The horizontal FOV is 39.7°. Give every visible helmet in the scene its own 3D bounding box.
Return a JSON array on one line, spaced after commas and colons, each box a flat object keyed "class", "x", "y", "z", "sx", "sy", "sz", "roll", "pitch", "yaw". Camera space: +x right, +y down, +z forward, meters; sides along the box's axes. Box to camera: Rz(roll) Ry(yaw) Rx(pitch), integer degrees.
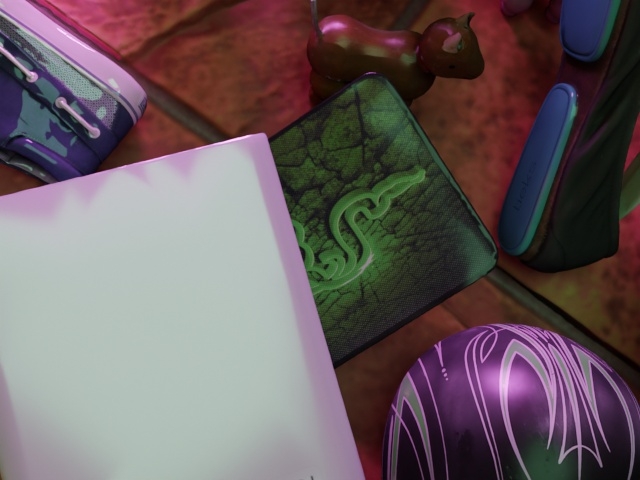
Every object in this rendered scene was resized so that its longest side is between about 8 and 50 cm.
[{"class": "helmet", "x": 0.113, "y": 0.129, "z": 0.522, "sx": 0.169, "sy": 0.169, "sz": 0.161, "roll": 8, "pitch": 77, "yaw": -9}]

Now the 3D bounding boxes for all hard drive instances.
[{"class": "hard drive", "x": -0.089, "y": 0.108, "z": 0.535, "sx": 0.203, "sy": 0.040, "sz": 0.307, "roll": -16, "pitch": 88, "yaw": -13}]

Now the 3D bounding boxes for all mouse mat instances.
[{"class": "mouse mat", "x": 0.000, "y": 0.000, "z": 0.577, "sx": 0.190, "sy": 0.007, "sz": 0.152, "roll": -33, "pitch": 86, "yaw": 8}]

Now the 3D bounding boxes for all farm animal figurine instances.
[{"class": "farm animal figurine", "x": 0.070, "y": -0.265, "z": 0.600, "sx": 0.327, "sy": 0.172, "sz": 0.330, "roll": 40, "pitch": 73, "yaw": 0}]

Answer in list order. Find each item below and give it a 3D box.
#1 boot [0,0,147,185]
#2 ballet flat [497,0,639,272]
[{"class": "boot", "x": -0.211, "y": -0.109, "z": 0.563, "sx": 0.190, "sy": 0.069, "sz": 0.086, "roll": 32, "pitch": 71, "yaw": -4}, {"class": "ballet flat", "x": 0.194, "y": -0.108, "z": 0.583, "sx": 0.096, "sy": 0.095, "sz": 0.280, "roll": 6, "pitch": 116, "yaw": -11}]
